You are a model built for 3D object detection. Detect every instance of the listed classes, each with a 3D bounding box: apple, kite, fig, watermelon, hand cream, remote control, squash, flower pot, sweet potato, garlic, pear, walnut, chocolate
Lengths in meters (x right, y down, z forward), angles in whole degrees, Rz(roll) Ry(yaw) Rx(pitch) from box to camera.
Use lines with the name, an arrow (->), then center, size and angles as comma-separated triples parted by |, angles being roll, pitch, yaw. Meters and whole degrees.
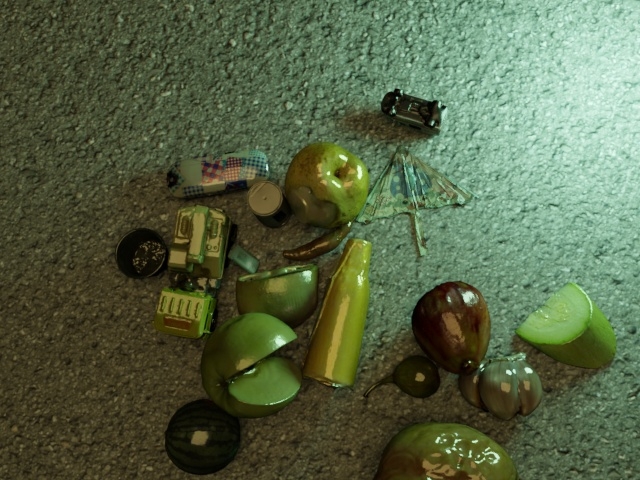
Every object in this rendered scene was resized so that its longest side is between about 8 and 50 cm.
apple -> -0.127, 0.181, 1.750 | 0.265, 0.120, 0.193 | -9, 90, 4
apple -> -0.191, 0.350, 1.629 | 0.292, 0.254, 0.291 | 12, 111, 33
kite -> 0.291, -0.130, 1.831 | 0.407, 0.014, 0.368 | -11, 79, 1
fig -> 0.374, 0.248, 1.663 | 0.224, 0.224, 0.262 | -4, 83, 3
fig -> 0.232, 0.413, 1.705 | 0.237, 0.124, 0.124 | -22, 78, 23
watermelon -> -0.332, 0.551, 1.647 | 0.212, 0.212, 0.212 | -1, 80, 3
hand cream -> 0.053, 0.086, 1.803 | 0.035, 0.022, 0.102 | 32, 78, 8
remote control -> -0.232, 0.059, 1.778 | 0.018, 0.124, 0.053 | 9, 66, 41
squash -> 0.743, 0.280, 1.730 | 0.237, 0.155, 0.204 | -42, 44, -3
flower pot -> -0.536, 0.049, 1.800 | 0.158, 0.107, 0.157 | -1, 77, 5
sweet potato -> 0.008, 0.006, 1.802 | 0.255, 0.058, 0.078 | -30, 62, -6
garlic -> 0.509, 0.412, 1.647 | 0.214, 0.160, 0.191 | -3, 75, 0
pear -> 0.021, -0.167, 1.727 | 0.272, 0.271, 0.270 | -1, 80, 3
walnut -> 0.332, 0.663, 1.535 | 0.398, 0.308, 0.353 | 13, 68, -1
chocolate -> 0.063, 0.210, 1.728 | 0.162, 0.162, 0.444 | 12, 76, 5

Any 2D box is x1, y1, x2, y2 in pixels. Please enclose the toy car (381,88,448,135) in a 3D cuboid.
toy car -> 0.294, -0.399, 1.837 | 0.210, 0.108, 0.089 | 19, 84, 11

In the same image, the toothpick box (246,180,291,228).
toothpick box -> -0.154, -0.106, 1.768 | 0.111, 0.180, 0.111 | -1, 79, 5

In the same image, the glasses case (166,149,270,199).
glasses case -> -0.323, -0.208, 1.848 | 0.328, 0.076, 0.125 | -8, 81, 3

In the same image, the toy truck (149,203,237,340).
toy truck -> -0.371, 0.089, 1.715 | 0.181, 0.254, 0.404 | 11, 83, 1
